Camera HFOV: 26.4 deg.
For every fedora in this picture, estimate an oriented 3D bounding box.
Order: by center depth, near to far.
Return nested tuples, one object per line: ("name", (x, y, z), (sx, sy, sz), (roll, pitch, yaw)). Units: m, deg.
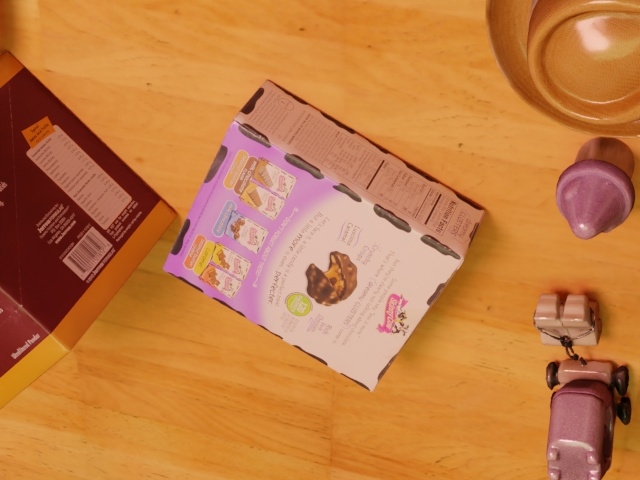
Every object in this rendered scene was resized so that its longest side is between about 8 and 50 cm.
("fedora", (0.193, -0.131, 0.864), (0.194, 0.079, 0.194), (11, 127, 15))

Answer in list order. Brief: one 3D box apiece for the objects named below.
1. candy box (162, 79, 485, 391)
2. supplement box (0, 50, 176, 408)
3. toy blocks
("candy box", (0.000, 0.000, 1.044), (0.196, 0.070, 0.165), (31, 130, 0))
("supplement box", (-0.256, -0.006, 1.068), (0.194, 0.191, 0.129), (45, 128, -10))
("toy blocks", (0.267, 0.101, 0.882), (0.309, 0.260, 0.289), (1, 124, 22))
